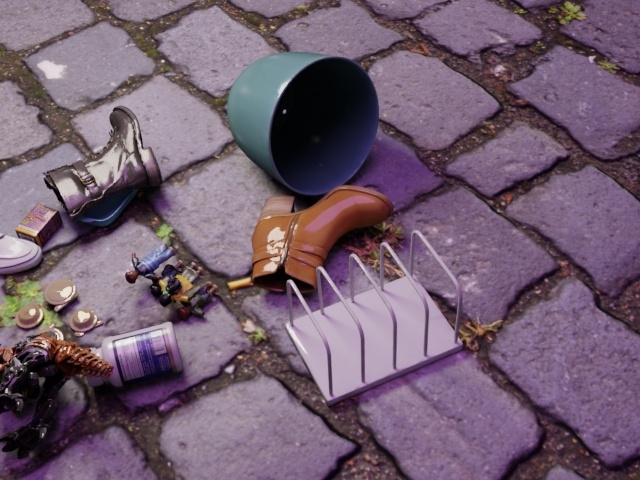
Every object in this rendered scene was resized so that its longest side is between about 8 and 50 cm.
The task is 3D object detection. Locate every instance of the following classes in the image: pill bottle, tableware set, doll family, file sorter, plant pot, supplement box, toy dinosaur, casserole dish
[{"bbox_3d":[-0.341,0.212,1.741,0.169,0.094,0.094,-14,49,-9],"label":"pill bottle"},{"bbox_3d":[-0.514,0.149,1.858,0.141,0.020,0.168,-32,55,-21],"label":"tableware set"},{"bbox_3d":[-0.297,0.081,1.877,0.193,0.076,0.111,30,60,33],"label":"doll family"},{"bbox_3d":[0.094,0.129,1.740,0.277,0.173,0.193,-21,50,-14],"label":"file sorter"},{"bbox_3d":[-0.061,-0.267,2.046,0.293,0.293,0.235,-35,38,-25],"label":"plant pot"},{"bbox_3d":[-0.589,-0.030,2.008,0.055,0.043,0.083,19,52,19],"label":"supplement box"},{"bbox_3d":[-0.503,0.232,1.667,0.322,0.164,0.218,-29,26,40],"label":"toy dinosaur"},{"bbox_3d":[-0.460,-0.096,2.066,0.114,0.037,0.188,17,52,17],"label":"casserole dish"}]

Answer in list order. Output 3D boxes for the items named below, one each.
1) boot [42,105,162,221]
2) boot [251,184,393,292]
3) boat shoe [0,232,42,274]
[{"bbox_3d":[-0.481,-0.171,2.050,0.229,0.091,0.263,-21,52,-16],"label":"boot"},{"bbox_3d":[0.000,0.000,1.902,0.283,0.109,0.220,1,47,7],"label":"boot"},{"bbox_3d":[-0.684,0.016,1.950,0.226,0.076,0.083,0,48,3],"label":"boat shoe"}]
